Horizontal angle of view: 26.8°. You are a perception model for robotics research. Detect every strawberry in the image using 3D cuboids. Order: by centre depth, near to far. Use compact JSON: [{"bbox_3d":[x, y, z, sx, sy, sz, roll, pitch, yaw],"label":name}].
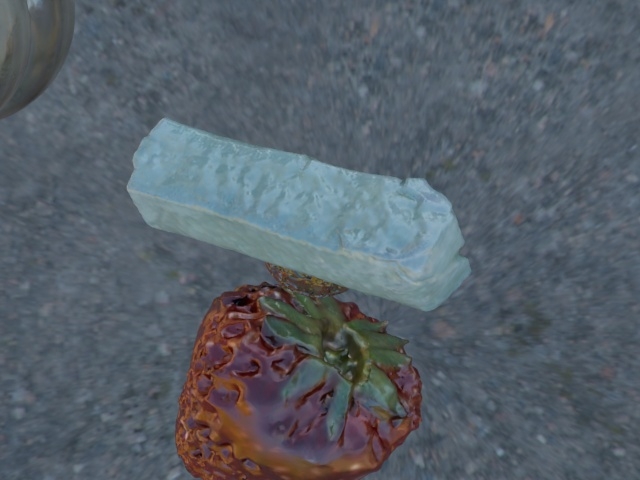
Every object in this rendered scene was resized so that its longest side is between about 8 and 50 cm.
[{"bbox_3d":[-0.059,0.232,1.781,0.345,0.317,0.295,-53,50,31],"label":"strawberry"}]

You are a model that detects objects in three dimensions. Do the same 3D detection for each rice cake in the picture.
[{"bbox_3d":[-0.017,-0.018,0.756,0.206,0.069,0.063,17,72,19],"label":"rice cake"}]

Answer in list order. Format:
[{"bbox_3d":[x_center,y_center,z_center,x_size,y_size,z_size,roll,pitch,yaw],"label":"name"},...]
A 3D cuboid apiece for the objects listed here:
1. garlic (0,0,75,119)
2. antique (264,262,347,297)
[{"bbox_3d":[-0.322,-0.187,1.055,0.237,0.210,0.292,15,109,1],"label":"garlic"},{"bbox_3d":[0.000,0.000,1.102,0.104,0.104,0.104,0,86,3],"label":"antique"}]
